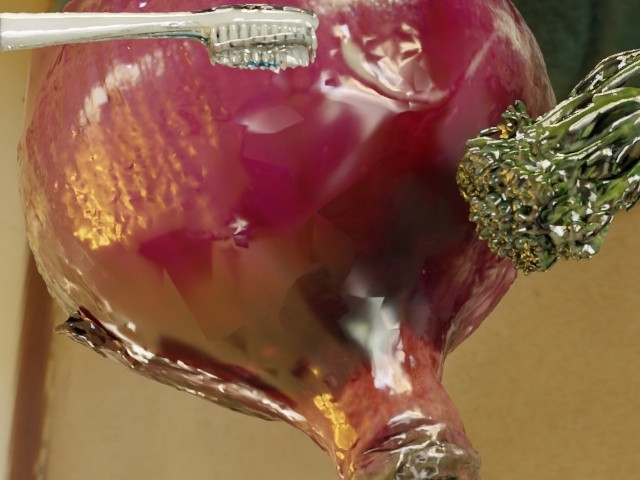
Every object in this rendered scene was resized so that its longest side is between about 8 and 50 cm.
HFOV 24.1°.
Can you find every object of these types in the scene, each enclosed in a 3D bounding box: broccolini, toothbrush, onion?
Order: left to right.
[{"bbox_3d":[-0.142,-0.076,0.559,0.026,0.288,0.024,-101,15,-45],"label":"toothbrush"},{"bbox_3d":[0.000,0.000,0.892,0.348,0.348,0.385,-49,52,39],"label":"onion"},{"bbox_3d":[0.159,-0.055,0.758,0.091,0.203,0.068,49,161,34],"label":"broccolini"}]
